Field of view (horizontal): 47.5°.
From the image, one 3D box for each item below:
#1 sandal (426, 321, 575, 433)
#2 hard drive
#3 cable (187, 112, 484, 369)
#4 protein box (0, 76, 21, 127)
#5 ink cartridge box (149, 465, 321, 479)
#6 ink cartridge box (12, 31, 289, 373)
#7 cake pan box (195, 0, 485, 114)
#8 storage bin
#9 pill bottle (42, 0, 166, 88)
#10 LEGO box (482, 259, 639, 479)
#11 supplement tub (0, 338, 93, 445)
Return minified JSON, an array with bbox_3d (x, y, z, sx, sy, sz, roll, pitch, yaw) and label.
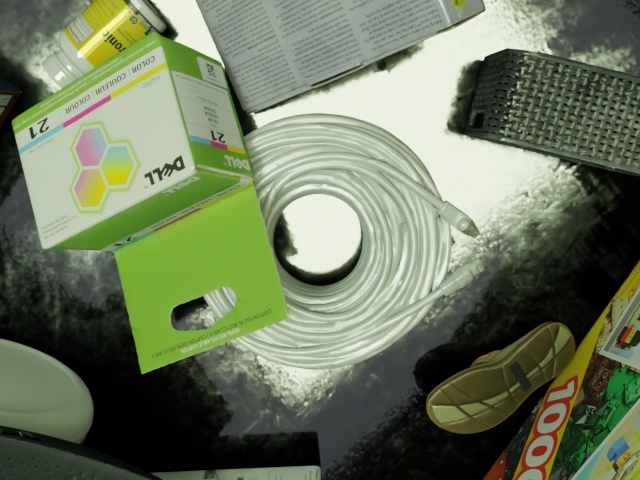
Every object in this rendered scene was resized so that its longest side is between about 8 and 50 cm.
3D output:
[{"bbox_3d":[0.192,0.145,0.784,0.180,0.049,0.072,-32,104,-10],"label":"sandal"},{"bbox_3d":[-0.243,0.257,0.642,0.254,0.054,0.172,36,88,-39],"label":"hard drive"},{"bbox_3d":[0.000,0.000,0.735,0.257,0.089,0.257,-41,96,6],"label":"cable"},{"bbox_3d":[-0.442,-0.115,0.687,0.199,0.136,0.201,34,97,-6],"label":"protein box"},{"bbox_3d":[-0.106,0.338,0.787,0.217,0.092,0.159,-2,99,2],"label":"ink cartridge box"},{"bbox_3d":[-0.155,-0.023,0.657,0.188,0.097,0.255,-23,77,25],"label":"ink cartridge box"},{"bbox_3d":[-0.021,-0.259,0.625,0.266,0.070,0.246,-13,105,44],"label":"cake pan box"},{"bbox_3d":[0.243,-0.121,0.700,0.180,0.122,0.084,14,99,-3],"label":"storage bin"},{"bbox_3d":[-0.214,-0.196,0.712,0.116,0.065,0.065,-40,97,6],"label":"pill bottle"},{"bbox_3d":[0.385,0.154,0.620,0.193,0.372,0.500,32,97,-5],"label":"LEGO box"},{"bbox_3d":[-0.358,0.250,0.719,0.191,0.191,0.272,23,98,-4],"label":"supplement tub"}]
